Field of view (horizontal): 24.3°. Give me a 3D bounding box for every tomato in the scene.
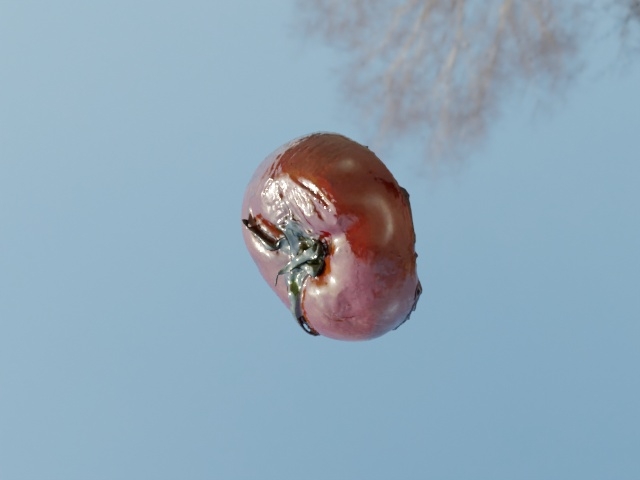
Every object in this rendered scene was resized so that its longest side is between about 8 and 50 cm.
[{"bbox_3d":[-0.004,-0.001,1.467,0.101,0.228,0.228,-20,-134,-35],"label":"tomato"}]
